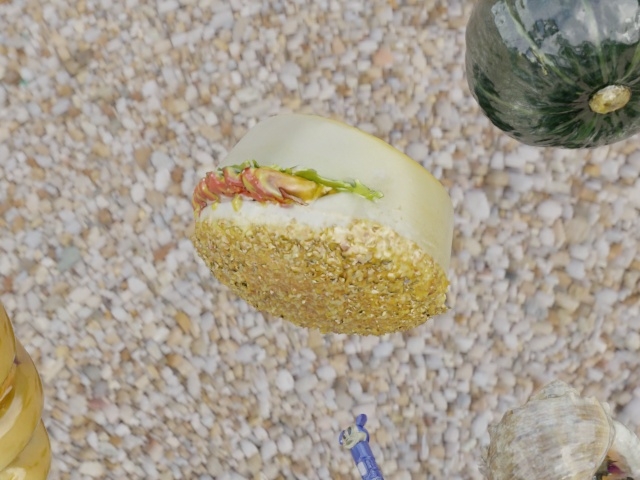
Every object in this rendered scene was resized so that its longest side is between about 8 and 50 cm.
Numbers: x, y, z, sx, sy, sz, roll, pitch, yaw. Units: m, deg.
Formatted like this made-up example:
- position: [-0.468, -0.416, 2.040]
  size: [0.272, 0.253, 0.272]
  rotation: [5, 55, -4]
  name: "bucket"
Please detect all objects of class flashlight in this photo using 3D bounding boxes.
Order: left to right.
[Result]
- position: [0.054, 0.284, 1.652]
  size: [0.057, 0.035, 0.121]
  rotation: [-46, 39, 20]
  name: "flashlight"

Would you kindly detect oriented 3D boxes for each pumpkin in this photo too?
- position: [0.225, -0.171, 1.063]
  size: [0.211, 0.212, 0.152]
  rotation: [-14, 63, -1]
  name: "pumpkin"

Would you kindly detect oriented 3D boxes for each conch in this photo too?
- position: [0.381, 0.396, 1.952]
  size: [0.297, 0.210, 0.352]
  rotation: [16, 79, -28]
  name: "conch"

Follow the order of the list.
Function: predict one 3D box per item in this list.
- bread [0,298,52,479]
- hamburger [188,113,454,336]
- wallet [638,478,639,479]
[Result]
- position: [-0.179, 0.056, 0.568]
  size: [0.084, 0.177, 0.119]
  rotation: [-30, 41, -17]
  name: "bread"
- position: [0.000, 0.000, 1.315]
  size: [0.294, 0.276, 0.179]
  rotation: [34, 66, -26]
  name: "hamburger"
- position: [0.276, 0.274, 1.158]
  size: [0.068, 0.275, 0.335]
  rotation: [42, 112, 8]
  name: "wallet"
